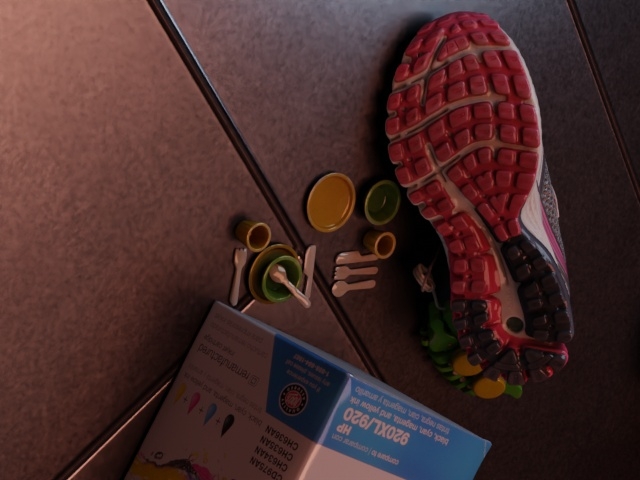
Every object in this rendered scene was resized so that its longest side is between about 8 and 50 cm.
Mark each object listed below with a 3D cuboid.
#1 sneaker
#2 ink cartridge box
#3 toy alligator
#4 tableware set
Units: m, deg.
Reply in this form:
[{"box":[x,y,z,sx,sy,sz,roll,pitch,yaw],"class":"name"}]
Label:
[{"box":[0.130,-0.036,1.044,0.112,0.120,0.299,-55,134,-68],"class":"sneaker"},{"box":[-0.029,0.198,0.947,0.168,0.171,0.233,30,86,-41],"class":"ink cartridge box"},{"box":[0.111,0.086,1.106,0.051,0.056,0.190,-26,129,22],"class":"toy alligator"},{"box":[0.000,0.000,0.997,0.154,0.024,0.104,-4,108,-38],"class":"tableware set"}]
